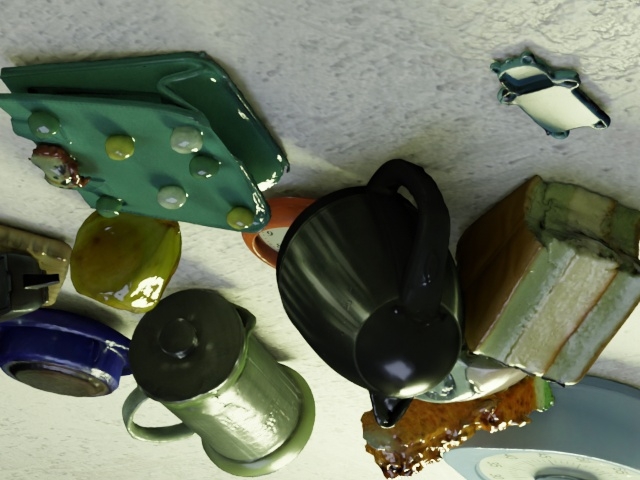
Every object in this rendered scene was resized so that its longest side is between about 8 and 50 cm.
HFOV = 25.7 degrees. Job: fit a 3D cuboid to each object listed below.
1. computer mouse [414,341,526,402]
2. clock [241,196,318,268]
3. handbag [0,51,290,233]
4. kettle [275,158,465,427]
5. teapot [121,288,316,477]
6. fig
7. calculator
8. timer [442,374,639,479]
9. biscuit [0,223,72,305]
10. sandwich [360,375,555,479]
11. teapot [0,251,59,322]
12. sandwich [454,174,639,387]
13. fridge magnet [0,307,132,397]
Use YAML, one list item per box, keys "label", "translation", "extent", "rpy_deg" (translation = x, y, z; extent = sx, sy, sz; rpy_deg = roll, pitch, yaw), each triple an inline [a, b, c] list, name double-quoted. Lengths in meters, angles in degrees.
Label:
- label: "computer mouse"
  translation: [0.129, 0.130, 1.807]
  extent: [0.389, 0.199, 0.115]
  rpy_deg: [11, 121, 46]
- label: "clock"
  translation: [0.000, 0.000, 1.763]
  extent: [0.205, 0.051, 0.205]
  rpy_deg: [11, 157, 5]
- label: "handbag"
  translation: [-0.195, -0.098, 1.572]
  extent: [0.274, 0.100, 0.269]
  rpy_deg: [2, 156, 19]
- label: "kettle"
  translation: [0.086, 0.063, 1.561]
  extent: [0.207, 0.251, 0.271]
  rpy_deg: [40, -170, -24]
- label: "teapot"
  translation: [-0.179, 0.226, 2.148]
  extent: [0.270, 0.200, 0.337]
  rpy_deg: [-25, 146, 6]
- label: "fig"
  translation: [-0.245, 0.015, 1.806]
  extent: [0.154, 0.144, 0.165]
  rpy_deg: [-12, 151, -40]
- label: "calculator"
  translation: [0.224, -0.143, 1.383]
  extent: [0.094, 0.019, 0.141]
  rpy_deg: [-12, 146, 41]
- label: "timer"
  translation: [0.405, 0.344, 2.209]
  extent: [0.395, 0.173, 0.395]
  rpy_deg: [10, 156, 5]
- label: "biscuit"
  translation: [-0.527, 0.008, 2.030]
  extent: [0.325, 0.044, 0.217]
  rpy_deg: [16, 155, -10]
- label: "sandwich"
  translation: [0.162, 0.221, 2.001]
  extent: [0.250, 0.301, 0.162]
  rpy_deg: [-5, 107, 39]
- label: "teapot"
  translation: [-0.434, 0.070, 1.991]
  extent: [0.096, 0.087, 0.177]
  rpy_deg: [3, 166, -44]
- label: "sandwich"
  translation: [0.266, 0.016, 1.622]
  extent: [0.155, 0.227, 0.198]
  rpy_deg: [20, 120, -15]
- label: "fridge magnet"
  translation: [-0.421, 0.182, 2.289]
  extent: [0.265, 0.112, 0.265]
  rpy_deg: [9, 158, 4]
